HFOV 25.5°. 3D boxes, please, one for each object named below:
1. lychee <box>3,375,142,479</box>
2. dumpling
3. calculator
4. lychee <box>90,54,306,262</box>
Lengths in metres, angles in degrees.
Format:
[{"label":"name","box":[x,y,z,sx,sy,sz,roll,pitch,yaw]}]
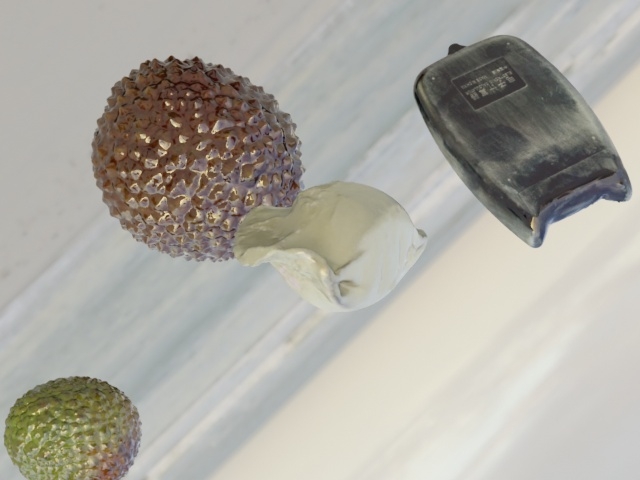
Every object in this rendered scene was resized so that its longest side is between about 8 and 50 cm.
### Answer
[{"label":"lychee","box":[-0.218,0.177,1.267,0.114,0.114,0.146,-45,137,14]},{"label":"dumpling","box":[0.001,0.000,1.137,0.169,0.134,0.099,-43,137,-43]},{"label":"calculator","box":[0.218,-0.124,1.576,0.177,0.268,0.040,-27,152,-17]},{"label":"lychee","box":[-0.140,-0.098,1.745,0.267,0.267,0.267,-44,176,-4]}]
